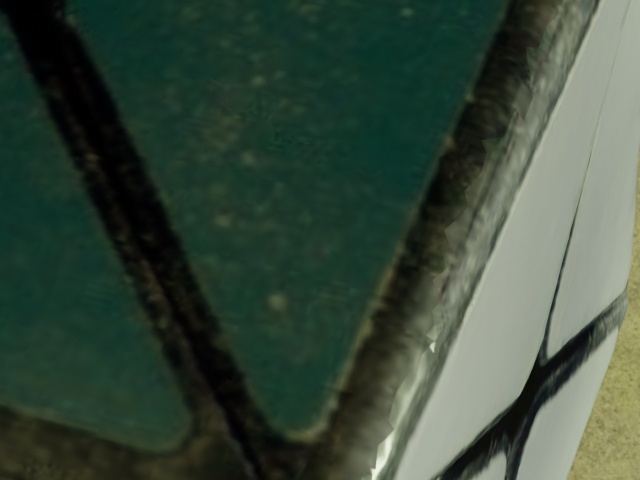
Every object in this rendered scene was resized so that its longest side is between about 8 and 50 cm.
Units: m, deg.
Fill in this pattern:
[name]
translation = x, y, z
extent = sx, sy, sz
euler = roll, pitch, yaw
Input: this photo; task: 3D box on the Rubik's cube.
[Rubik's cube]
translation = -0.059, 0.009, 0.501
extent = 0.255, 0.259, 0.260
euler = 79, 27, -55
